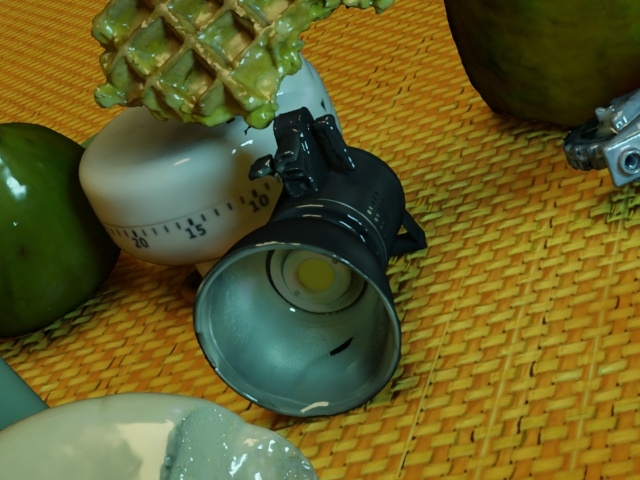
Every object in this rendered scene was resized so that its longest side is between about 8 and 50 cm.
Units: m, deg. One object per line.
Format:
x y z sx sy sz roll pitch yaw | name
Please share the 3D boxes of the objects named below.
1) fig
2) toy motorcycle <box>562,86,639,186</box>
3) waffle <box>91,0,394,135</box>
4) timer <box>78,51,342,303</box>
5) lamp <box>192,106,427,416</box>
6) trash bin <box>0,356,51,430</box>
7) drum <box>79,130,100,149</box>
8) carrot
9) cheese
-0.286 -0.028 1.487 0.203 0.225 0.203 -5 45 5 | fig
0.317 -0.108 1.203 0.270 0.106 0.159 -25 17 -9 | toy motorcycle
-0.058 -0.219 1.279 0.301 0.058 0.281 -25 61 18 | waffle
-0.100 -0.094 1.409 0.233 0.240 0.233 -21 25 10 | timer
0.000 0.000 1.209 0.147 0.172 0.227 -17 26 21 | lamp
-0.310 0.114 1.011 0.223 0.343 0.158 -45 23 -22 | trash bin
-0.159 -0.092 1.700 0.253 0.049 0.130 -7 30 36 | drum
0.209 -0.257 1.386 0.241 0.340 0.241 -11 41 10 | carrot
-0.116 0.209 0.864 0.233 0.127 0.266 -4 57 25 | cheese
